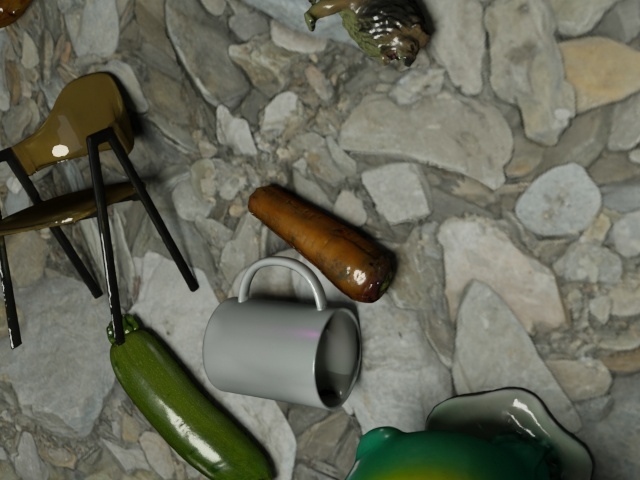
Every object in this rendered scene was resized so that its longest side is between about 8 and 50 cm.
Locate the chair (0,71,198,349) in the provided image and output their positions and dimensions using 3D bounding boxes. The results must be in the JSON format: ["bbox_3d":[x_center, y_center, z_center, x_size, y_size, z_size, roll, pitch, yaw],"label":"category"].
[{"bbox_3d":[-0.253,-0.033,0.987,0.158,0.172,0.247,-6,109,32],"label":"chair"}]

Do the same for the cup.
[{"bbox_3d":[-0.033,0.091,0.939,0.133,0.099,0.136,4,76,29],"label":"cup"}]

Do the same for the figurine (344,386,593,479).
[{"bbox_3d":[0.088,0.270,0.773,0.231,0.340,0.323,49,121,7],"label":"figurine"}]

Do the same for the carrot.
[{"bbox_3d":[0.000,0.000,0.912,0.161,0.055,0.055,37,121,23],"label":"carrot"}]

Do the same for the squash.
[{"bbox_3d":[-0.155,0.186,1.048,0.258,0.069,0.069,44,122,10],"label":"squash"}]

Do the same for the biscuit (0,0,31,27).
[{"bbox_3d":[-0.374,-0.329,1.026,0.212,0.036,0.212,10,111,28],"label":"biscuit"}]

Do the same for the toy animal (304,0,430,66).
[{"bbox_3d":[0.008,-0.235,0.822,0.086,0.069,0.220,-35,92,12],"label":"toy animal"}]
